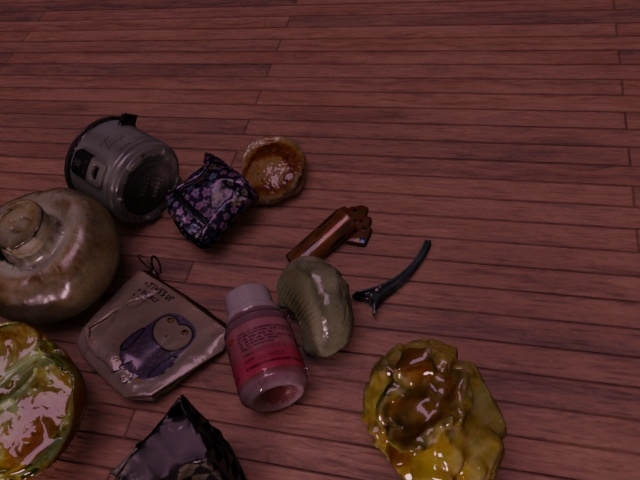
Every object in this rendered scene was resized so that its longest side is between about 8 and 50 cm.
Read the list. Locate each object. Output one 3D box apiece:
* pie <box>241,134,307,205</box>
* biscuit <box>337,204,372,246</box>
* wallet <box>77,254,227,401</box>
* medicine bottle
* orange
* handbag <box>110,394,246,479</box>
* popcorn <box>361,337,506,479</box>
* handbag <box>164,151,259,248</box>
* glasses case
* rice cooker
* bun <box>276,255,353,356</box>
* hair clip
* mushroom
[{"bbox_3d":[-0.125,-0.185,1.567,0.179,0.084,0.205,-6,56,7],"label":"pie"},{"bbox_3d":[0.078,-0.035,1.455,0.119,0.019,0.130,-28,54,-9],"label":"biscuit"},{"bbox_3d":[-0.380,0.198,1.345,0.335,0.068,0.275,31,63,27],"label":"wallet"},{"bbox_3d":[-0.120,0.211,1.236,0.147,0.147,0.247,-21,52,-4],"label":"medicine bottle"},{"bbox_3d":[-0.606,0.323,1.220,0.335,0.196,0.262,27,78,32],"label":"orange"},{"bbox_3d":[-0.336,0.455,0.988,0.416,0.316,0.180,-30,60,-11],"label":"handbag"},{"bbox_3d":[0.194,0.298,1.054,0.224,0.270,0.258,-23,8,-10],"label":"popcorn"},{"bbox_3d":[-0.273,-0.092,1.497,0.208,0.127,0.229,-47,51,-3],"label":"handbag"},{"bbox_3d":[0.000,0.000,1.418,0.170,0.041,0.064,-42,56,-9],"label":"glasses case"},{"bbox_3d":[-0.506,-0.181,1.547,0.227,0.241,0.280,29,109,24],"label":"rice cooker"},{"bbox_3d":[0.001,0.132,1.270,0.126,0.204,0.212,-12,84,-28],"label":"bun"},{"bbox_3d":[0.176,0.077,1.347,0.229,0.039,0.070,-37,56,-22],"label":"hair clip"},{"bbox_3d":[-0.636,0.028,1.403,0.352,0.260,0.352,-6,60,11],"label":"mushroom"}]
